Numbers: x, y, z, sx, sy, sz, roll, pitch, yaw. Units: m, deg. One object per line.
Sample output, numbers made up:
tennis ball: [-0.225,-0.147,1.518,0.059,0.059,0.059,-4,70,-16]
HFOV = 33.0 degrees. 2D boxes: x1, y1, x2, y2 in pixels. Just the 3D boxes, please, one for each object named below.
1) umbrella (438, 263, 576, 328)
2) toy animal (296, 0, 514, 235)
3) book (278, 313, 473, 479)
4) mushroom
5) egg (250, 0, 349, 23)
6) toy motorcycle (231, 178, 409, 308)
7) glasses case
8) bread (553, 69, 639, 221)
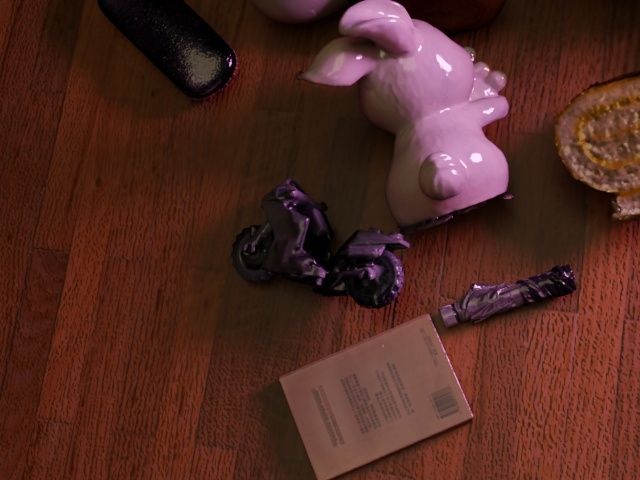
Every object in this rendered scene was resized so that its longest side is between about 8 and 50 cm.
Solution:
umbrella: [0.252,0.074,1.463,0.188,0.046,0.050,-19,70,12]
toy animal: [0.129,-0.172,1.452,0.182,0.247,0.310,-17,95,36]
book: [0.074,0.217,1.473,0.230,0.026,0.161,-23,72,5]
mushroom: [0.151,-0.399,1.570,0.226,0.148,0.218,-3,58,1]
egg: [-0.013,-0.400,1.575,0.209,0.151,0.151,-20,73,0]
toy motorcycle: [0.000,0.000,1.493,0.270,0.106,0.159,9,82,30]
glasses case: [-0.235,-0.319,1.644,0.103,0.067,0.267,-44,73,0]
bread: [0.442,-0.138,1.406,0.257,0.124,0.186,-23,87,26]
